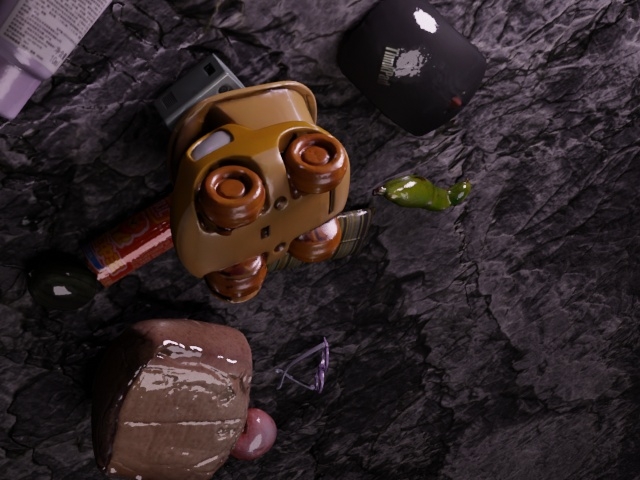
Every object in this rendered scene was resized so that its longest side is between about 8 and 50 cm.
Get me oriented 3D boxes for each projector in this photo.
[{"bbox_3d":[-0.150,-0.178,1.543,0.115,0.061,0.147,-39,145,3],"label":"projector"}]

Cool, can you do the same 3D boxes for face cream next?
[{"bbox_3d":[-0.318,-0.275,1.282,0.274,0.096,0.154,-53,141,2],"label":"face cream"}]

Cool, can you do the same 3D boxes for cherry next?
[{"bbox_3d":[-0.132,0.381,2.183,0.126,0.087,0.106,1,123,-46],"label":"cherry"}]

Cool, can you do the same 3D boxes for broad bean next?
[{"bbox_3d":[0.179,-0.083,1.937,0.213,0.048,0.070,-4,135,-38],"label":"broad bean"}]

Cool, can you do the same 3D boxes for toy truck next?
[{"bbox_3d":[-0.083,-0.072,1.490,0.288,0.212,0.204,-24,144,-22],"label":"toy truck"}]

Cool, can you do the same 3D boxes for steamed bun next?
[{"bbox_3d":[-0.258,0.248,1.847,0.251,0.199,0.301,11,117,-25],"label":"steamed bun"}]

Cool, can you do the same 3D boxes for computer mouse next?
[{"bbox_3d":[0.152,-0.256,1.671,0.170,0.100,0.269,-43,144,15],"label":"computer mouse"}]

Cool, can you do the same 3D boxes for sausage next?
[{"bbox_3d":[-0.224,-0.027,1.645,0.274,0.074,0.074,-30,145,-7],"label":"sausage"}]

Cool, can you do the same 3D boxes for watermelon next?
[{"bbox_3d":[-0.381,0.064,1.621,0.110,0.078,0.078,13,123,-46],"label":"watermelon"}]

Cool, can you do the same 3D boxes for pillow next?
[{"bbox_3d":[0.000,0.000,1.894,0.203,0.038,0.113,-12,138,-31],"label":"pillow"}]

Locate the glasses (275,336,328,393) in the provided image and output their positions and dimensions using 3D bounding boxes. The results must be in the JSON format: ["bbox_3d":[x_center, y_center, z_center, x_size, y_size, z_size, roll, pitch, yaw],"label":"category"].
[{"bbox_3d":[-0.043,0.251,2.161,0.103,0.063,0.140,1,135,-10],"label":"glasses"}]
